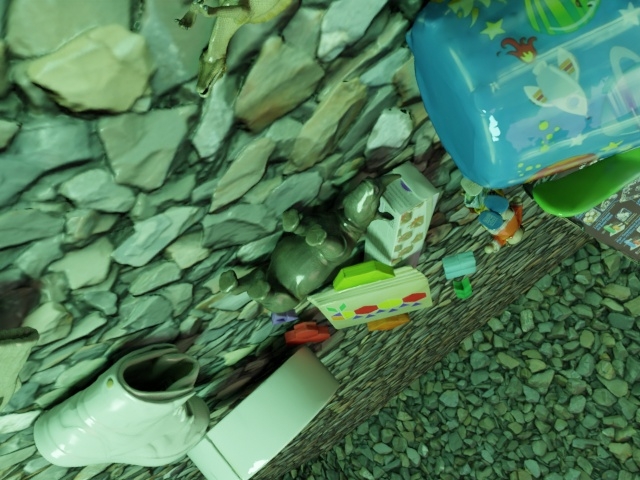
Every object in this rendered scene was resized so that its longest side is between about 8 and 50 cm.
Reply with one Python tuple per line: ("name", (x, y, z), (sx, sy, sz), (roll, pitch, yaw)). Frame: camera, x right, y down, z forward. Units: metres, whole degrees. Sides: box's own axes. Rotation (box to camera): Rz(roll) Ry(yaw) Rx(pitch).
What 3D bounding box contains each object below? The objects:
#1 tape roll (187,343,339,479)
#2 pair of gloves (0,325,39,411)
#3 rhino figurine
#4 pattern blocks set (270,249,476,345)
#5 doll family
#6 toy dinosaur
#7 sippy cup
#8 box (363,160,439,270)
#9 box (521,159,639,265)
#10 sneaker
("tape roll", (-0.101, 0.318, 0.961), (0.286, 0.100, 0.286), (-41, 174, -6))
("pair of gloves", (-0.367, 0.137, 0.421), (0.240, 0.042, 0.204), (-7, 147, -44))
("rhino figurine", (0.000, 0.000, 0.634), (0.243, 0.073, 0.106), (-41, 152, 9))
("pattern blocks set", (0.082, 0.094, 0.843), (0.325, 0.026, 0.285), (-11, 153, 1))
("doll family", (0.294, -0.110, 0.810), (0.263, 0.118, 0.163), (-58, 147, 5))
("toy dinosaur", (-0.029, -0.168, 0.330), (0.183, 0.053, 0.093), (-34, 173, 16))
("sippy cup", (0.204, -0.159, 0.449), (0.224, 0.305, 0.240), (-25, -175, 3))
("box", (0.110, 0.005, 0.801), (0.063, 0.067, 0.324), (-30, 155, -13))
("box", (0.542, -0.123, 0.866), (0.295, 0.293, 0.073), (-57, -168, 23))
("sneaker", (-0.208, 0.226, 0.733), (0.169, 0.108, 0.292), (-38, 155, 12))
